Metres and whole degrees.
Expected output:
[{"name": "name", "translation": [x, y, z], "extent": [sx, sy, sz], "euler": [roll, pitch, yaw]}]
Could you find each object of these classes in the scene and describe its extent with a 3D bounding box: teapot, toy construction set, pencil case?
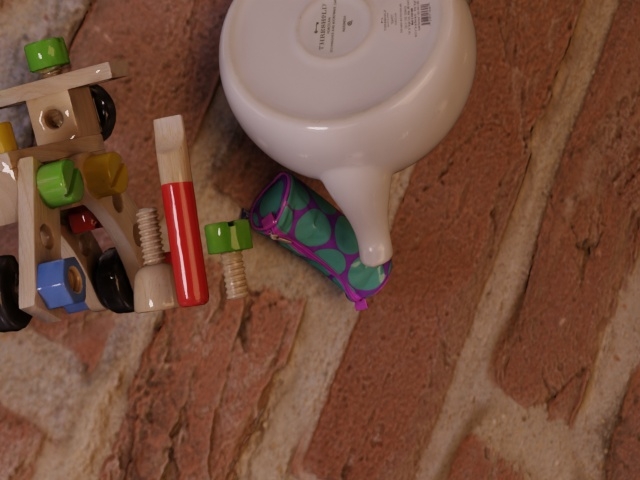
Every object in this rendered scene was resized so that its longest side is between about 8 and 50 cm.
[{"name": "teapot", "translation": [0.036, -0.155, 1.542], "extent": [0.256, 0.252, 0.187], "euler": [-47, 151, -8]}, {"name": "toy construction set", "translation": [-0.195, -0.054, 1.310], "extent": [0.257, 0.309, 0.237], "euler": [-7, 89, -45]}, {"name": "pencil case", "translation": [0.000, 0.000, 1.588], "extent": [0.152, 0.064, 0.070], "euler": [36, 53, -31]}]
